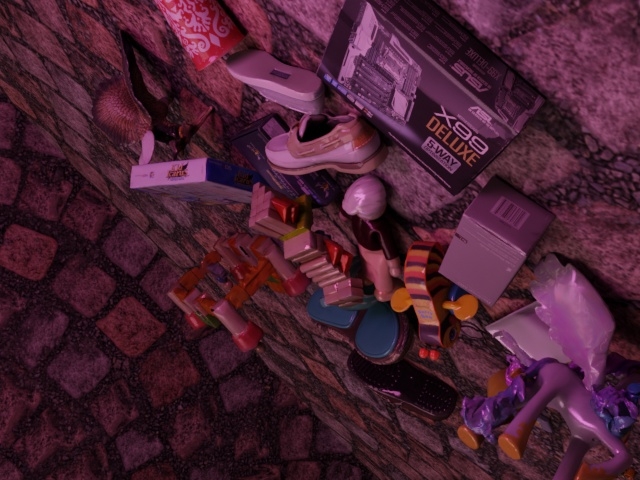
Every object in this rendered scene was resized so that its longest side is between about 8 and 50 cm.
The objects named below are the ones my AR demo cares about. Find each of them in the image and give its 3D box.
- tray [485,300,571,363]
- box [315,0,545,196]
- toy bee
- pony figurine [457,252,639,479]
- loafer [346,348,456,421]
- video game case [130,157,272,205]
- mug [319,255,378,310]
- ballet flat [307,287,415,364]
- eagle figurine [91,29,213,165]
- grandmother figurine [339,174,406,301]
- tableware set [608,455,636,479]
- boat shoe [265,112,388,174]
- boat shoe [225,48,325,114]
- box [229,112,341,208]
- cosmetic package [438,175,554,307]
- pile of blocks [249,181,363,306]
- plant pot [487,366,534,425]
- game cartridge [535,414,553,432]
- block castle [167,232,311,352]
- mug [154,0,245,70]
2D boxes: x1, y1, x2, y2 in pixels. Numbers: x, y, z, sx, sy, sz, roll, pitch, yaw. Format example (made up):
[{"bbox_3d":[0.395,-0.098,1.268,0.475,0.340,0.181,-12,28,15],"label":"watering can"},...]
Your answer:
[{"bbox_3d":[0.435,0.186,1.541,0.145,0.030,0.270,41,160,3],"label":"tray"},{"bbox_3d":[0.150,-0.230,1.158,0.307,0.076,0.242,42,160,2],"label":"box"},{"bbox_3d":[0.246,0.153,1.575,0.298,0.162,0.195,45,147,-15],"label":"toy bee"},{"bbox_3d":[0.410,0.251,1.309,0.351,0.363,0.303,44,151,25],"label":"pony figurine"},{"bbox_3d":[0.231,0.430,2.270,0.366,0.134,0.130,29,156,33],"label":"loafer"},{"bbox_3d":[-0.268,-0.136,1.851,0.244,0.061,0.269,-3,171,35],"label":"video game case"},{"bbox_3d":[0.087,0.113,1.860,0.129,0.158,0.097,32,159,-16],"label":"mug"},{"bbox_3d":[0.140,0.229,2.052,0.182,0.164,0.482,28,174,-28],"label":"ballet flat"},{"bbox_3d":[-0.438,-0.330,1.908,0.298,0.226,0.225,39,-179,-5],"label":"eagle figurine"},{"bbox_3d":[0.110,-0.013,1.656,0.207,0.104,0.342,36,157,29],"label":"grandmother figurine"},{"bbox_3d":[0.709,0.563,1.806,0.104,0.024,0.154,28,155,34],"label":"tableware set"},{"bbox_3d":[-0.006,-0.195,1.491,0.302,0.113,0.103,3,137,45],"label":"boat shoe"},{"bbox_3d":[-0.086,-0.292,1.470,0.227,0.079,0.081,27,151,29],"label":"boat shoe"},{"bbox_3d":[-0.081,-0.169,1.742,0.233,0.059,0.183,49,160,-17],"label":"box"},{"bbox_3d":[0.296,0.008,1.337,0.127,0.107,0.238,34,155,15],"label":"cosmetic package"},{"bbox_3d":[0.000,0.000,1.709,0.112,0.149,0.362,-22,120,40],"label":"pile of blocks"},{"bbox_3d":[0.432,0.344,1.759,0.134,0.134,0.095,79,167,-59],"label":"plant pot"},{"bbox_3d":[0.526,0.436,1.902,0.083,0.017,0.056,19,146,48],"label":"game cartridge"},{"bbox_3d":[-0.242,0.159,2.361,0.213,0.303,0.453,50,160,-23],"label":"block castle"},{"bbox_3d":[-0.244,-0.419,1.470,0.169,0.113,0.150,54,156,-20],"label":"mug"}]
